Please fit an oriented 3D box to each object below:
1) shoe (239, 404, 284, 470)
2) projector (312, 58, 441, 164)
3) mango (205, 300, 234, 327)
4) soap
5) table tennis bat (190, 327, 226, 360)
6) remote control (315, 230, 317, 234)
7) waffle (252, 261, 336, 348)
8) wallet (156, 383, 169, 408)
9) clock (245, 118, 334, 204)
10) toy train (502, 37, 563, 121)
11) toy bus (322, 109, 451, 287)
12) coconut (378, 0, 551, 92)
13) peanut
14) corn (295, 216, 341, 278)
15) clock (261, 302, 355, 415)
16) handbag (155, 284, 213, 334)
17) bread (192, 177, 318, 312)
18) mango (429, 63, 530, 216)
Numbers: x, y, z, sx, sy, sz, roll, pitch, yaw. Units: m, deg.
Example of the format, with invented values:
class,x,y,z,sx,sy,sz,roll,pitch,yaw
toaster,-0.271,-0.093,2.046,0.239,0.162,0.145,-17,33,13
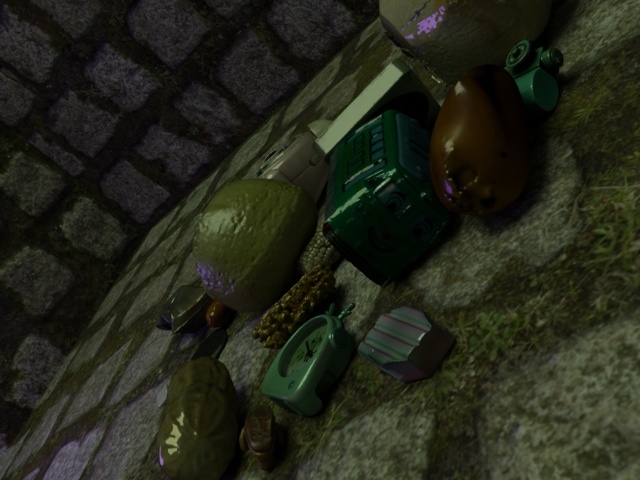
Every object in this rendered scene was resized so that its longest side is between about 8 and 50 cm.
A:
class,x,y,z,sx,sy,sz,roll,pitch,yaw
shoe,-0.099,0.327,1.155,0.072,0.069,0.109,-16,24,-18
projector,0.137,-0.242,1.527,0.259,0.079,0.257,-46,-25,11
mango,-0.255,0.178,1.815,0.077,0.063,0.127,-38,16,45
soap,0.125,0.149,1.009,0.100,0.056,0.149,-55,18,-9
table tennis bat,-0.277,0.288,1.714,0.138,0.022,0.246,-50,17,-2
remote control,0.000,0.000,1.649,0.053,0.018,0.124,-55,19,-13
waffle,-0.047,0.127,1.359,0.197,0.070,0.193,-47,0,28
wallet,-0.408,0.403,1.801,0.044,0.011,0.083,-50,18,-2
clock,-0.086,-0.177,1.957,0.342,0.184,0.325,-20,30,47
toy train,0.337,-0.260,1.285,0.248,0.101,0.159,-24,44,54
toy bus,0.130,-0.097,1.290,0.199,0.183,0.343,-39,22,24
coconut,0.308,-0.520,1.464,0.346,0.346,0.360,-59,13,-26
peanut,-0.226,0.329,1.316,0.152,0.152,0.313,-45,17,12
corn,0.015,0.006,1.500,0.211,0.087,0.087,-50,18,-7
clock,-0.007,0.197,1.203,0.211,0.066,0.159,-55,19,-18
handbag,-0.383,0.201,1.978,0.182,0.117,0.270,-42,14,-23
bread,-0.140,0.007,1.592,0.320,0.237,0.320,21,-90,-74
mango,0.255,-0.160,1.122,0.153,0.201,0.287,-14,46,28
